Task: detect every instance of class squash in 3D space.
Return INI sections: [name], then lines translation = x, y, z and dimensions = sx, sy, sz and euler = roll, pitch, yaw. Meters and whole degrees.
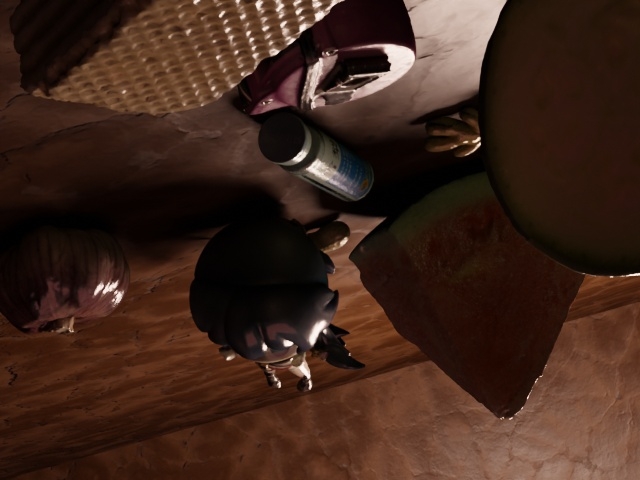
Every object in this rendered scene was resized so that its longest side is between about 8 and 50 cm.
[squash]
translation = 0.351, -0.113, 0.900
dimensions = 0.384, 0.263, 0.263
euler = -5, 162, -36

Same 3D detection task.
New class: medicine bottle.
[medicine bottle]
translation = 0.000, -0.077, 1.096
dimensions = 0.051, 0.051, 0.191
euler = -20, 165, 17

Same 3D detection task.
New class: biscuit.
[biscuit]
translation = -0.014, -0.189, 0.601
dimensions = 0.144, 0.079, 0.426
euler = 0, 159, -44

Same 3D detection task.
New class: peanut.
[peanut]
translation = 0.000, 0.000, 1.424
dimensions = 0.083, 0.037, 0.037
euler = -16, 166, 22

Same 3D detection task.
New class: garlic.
[garlic]
translation = -0.269, 0.046, 1.177
dimensions = 0.147, 0.102, 0.159
euler = -10, 165, -27

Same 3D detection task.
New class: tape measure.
[tape measure]
translation = 0.006, -0.138, 0.822
dimensions = 0.118, 0.074, 0.125
euler = -10, 167, -24

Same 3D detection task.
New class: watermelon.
[watermelon]
translation = 0.205, 0.027, 1.360
dimensions = 0.283, 0.293, 0.250
euler = -6, 133, -30

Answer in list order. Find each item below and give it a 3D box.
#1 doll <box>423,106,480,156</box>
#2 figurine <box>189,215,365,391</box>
[doll]
translation = 0.155, -0.106, 1.149
dimensions = 0.093, 0.051, 0.061
euler = -14, 138, -18
[figurine]
translation = -0.057, 0.077, 1.328
dimensions = 0.175, 0.197, 0.265
euler = -15, 169, -2
